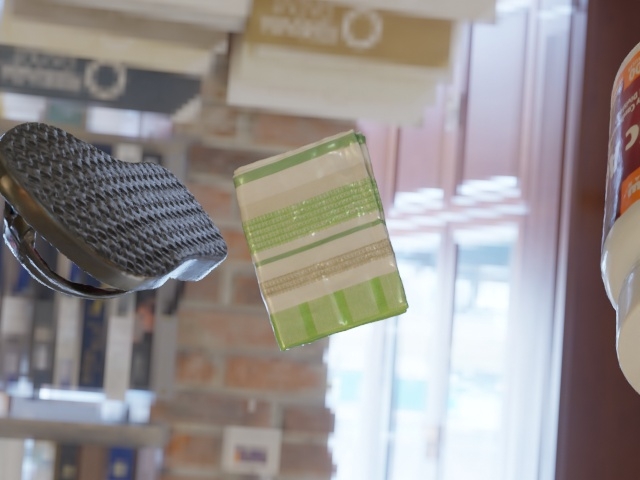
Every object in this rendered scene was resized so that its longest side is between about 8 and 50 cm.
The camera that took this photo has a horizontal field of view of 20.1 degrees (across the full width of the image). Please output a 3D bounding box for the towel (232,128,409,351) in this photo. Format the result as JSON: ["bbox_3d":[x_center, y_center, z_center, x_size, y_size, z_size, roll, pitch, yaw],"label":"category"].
[{"bbox_3d":[0.000,0.000,1.409,0.113,0.152,0.023,-18,166,13],"label":"towel"}]

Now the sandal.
[{"bbox_3d":[-0.206,-0.002,1.699,0.107,0.167,0.446,-38,167,10],"label":"sandal"}]

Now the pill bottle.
[{"bbox_3d":[0.386,-0.026,1.748,0.224,0.392,0.224,6,131,6],"label":"pill bottle"}]
